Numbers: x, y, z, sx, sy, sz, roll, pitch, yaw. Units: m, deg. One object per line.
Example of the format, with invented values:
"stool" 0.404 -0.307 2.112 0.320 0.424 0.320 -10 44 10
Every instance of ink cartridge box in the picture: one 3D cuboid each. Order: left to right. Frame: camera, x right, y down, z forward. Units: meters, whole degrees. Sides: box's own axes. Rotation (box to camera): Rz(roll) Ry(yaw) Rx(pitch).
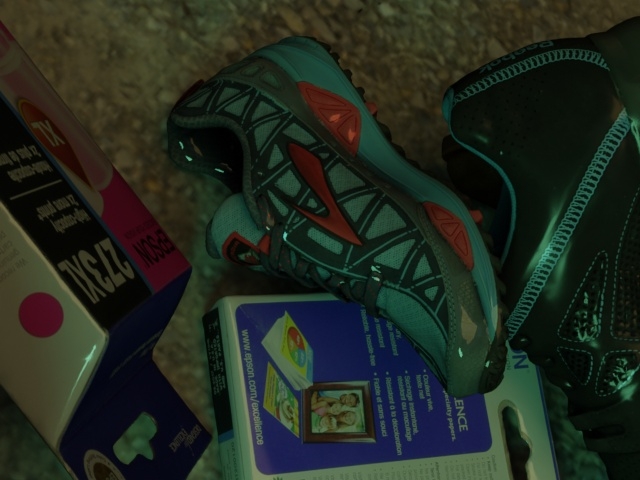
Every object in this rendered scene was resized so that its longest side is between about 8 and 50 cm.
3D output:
"ink cartridge box" -0.165 -0.033 0.659 0.069 0.176 0.371 -35 93 10
"ink cartridge box" 0.043 0.132 0.777 0.208 0.045 0.206 -1 74 -26

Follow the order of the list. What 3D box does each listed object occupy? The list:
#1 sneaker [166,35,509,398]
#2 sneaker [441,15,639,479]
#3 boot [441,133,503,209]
"sneaker" 0.000 0.000 0.745 0.125 0.104 0.262 -24 54 -21
"sneaker" 0.160 0.046 0.785 0.140 0.125 0.340 -12 103 2
"boot" 0.207 0.014 0.869 0.305 0.112 0.115 22 76 -21
